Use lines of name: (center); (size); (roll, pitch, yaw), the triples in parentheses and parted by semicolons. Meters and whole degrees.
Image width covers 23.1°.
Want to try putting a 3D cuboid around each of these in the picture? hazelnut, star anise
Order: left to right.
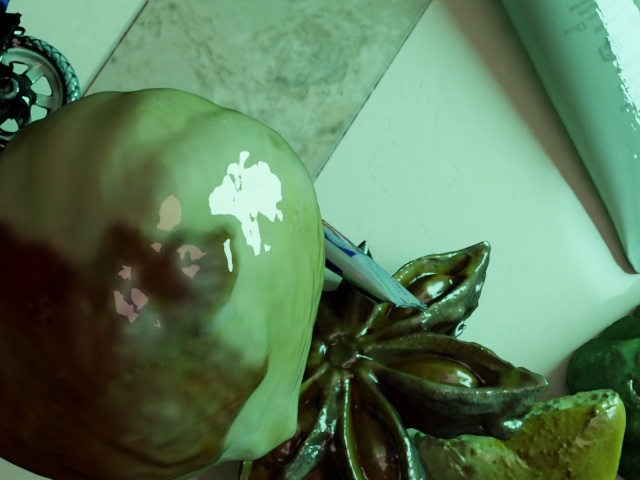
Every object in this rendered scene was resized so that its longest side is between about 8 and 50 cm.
hazelnut: (-0.100, 0.034, 0.947); (0.241, 0.261, 0.261); (40, 79, -2)
star anise: (0.041, 0.106, 1.055); (0.220, 0.099, 0.214); (-8, 69, 3)

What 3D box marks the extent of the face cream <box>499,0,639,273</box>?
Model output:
face cream: (0.207, -0.138, 1.126); (0.143, 0.089, 0.314); (-38, 104, -14)

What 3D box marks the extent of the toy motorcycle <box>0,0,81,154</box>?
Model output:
toy motorcycle: (-0.305, -0.140, 0.986); (0.315, 0.113, 0.169); (6, 75, -5)

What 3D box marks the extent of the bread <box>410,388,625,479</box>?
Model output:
bread: (0.147, 0.180, 1.095); (0.154, 0.054, 0.136); (-11, 113, 18)

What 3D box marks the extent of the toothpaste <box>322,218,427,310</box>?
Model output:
toothpaste: (0.000, 0.000, 1.049); (0.170, 0.045, 0.028); (36, 101, 29)

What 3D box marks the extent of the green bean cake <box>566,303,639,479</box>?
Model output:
green bean cake: (0.298, 0.115, 1.133); (0.185, 0.094, 0.183); (-33, 94, -18)
